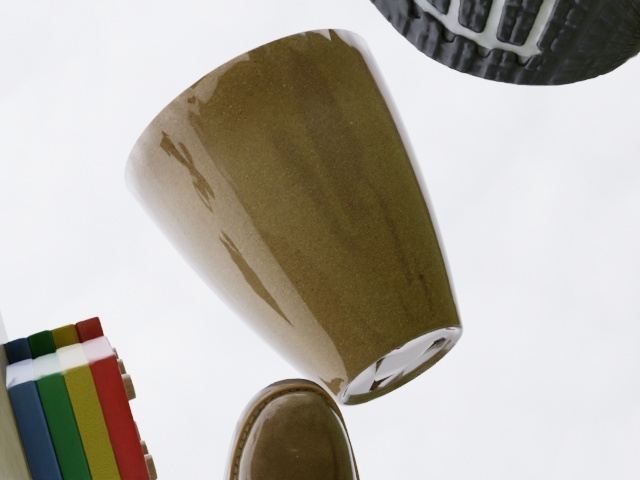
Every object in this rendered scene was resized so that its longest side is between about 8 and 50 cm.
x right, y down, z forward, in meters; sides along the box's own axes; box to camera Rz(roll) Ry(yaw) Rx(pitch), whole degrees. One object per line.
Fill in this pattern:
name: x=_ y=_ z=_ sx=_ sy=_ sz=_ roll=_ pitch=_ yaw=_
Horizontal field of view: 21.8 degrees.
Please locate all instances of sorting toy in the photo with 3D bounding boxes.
sorting toy: x=-0.139 y=0.162 z=0.989 sx=0.089 sy=0.255 sz=0.257 roll=-16 pitch=-84 yaw=-9

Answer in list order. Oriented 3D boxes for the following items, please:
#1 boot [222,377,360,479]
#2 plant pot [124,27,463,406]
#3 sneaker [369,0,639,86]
boot: x=-0.006 y=0.255 z=1.215 sx=0.112 sy=0.115 sz=0.305 roll=-5 pitch=-77 yaw=-18
plant pot: x=0.000 y=0.000 z=1.355 sx=0.237 sy=0.237 sz=0.254 roll=-9 pitch=-119 yaw=-45
sneaker: x=0.059 y=-0.180 z=0.903 sx=0.121 sy=0.300 sz=0.111 roll=-21 pitch=-43 yaw=-49
